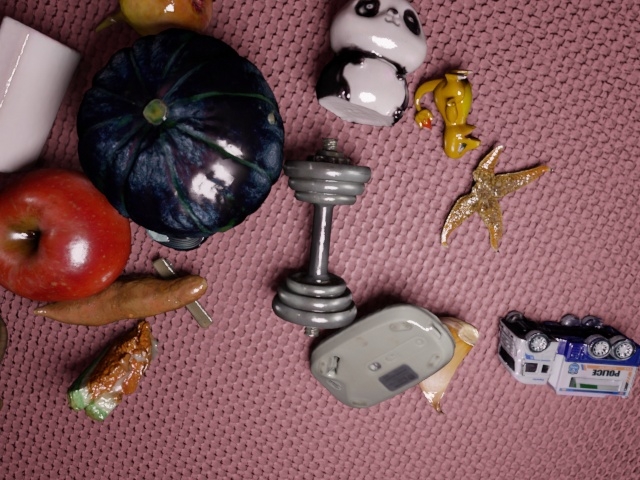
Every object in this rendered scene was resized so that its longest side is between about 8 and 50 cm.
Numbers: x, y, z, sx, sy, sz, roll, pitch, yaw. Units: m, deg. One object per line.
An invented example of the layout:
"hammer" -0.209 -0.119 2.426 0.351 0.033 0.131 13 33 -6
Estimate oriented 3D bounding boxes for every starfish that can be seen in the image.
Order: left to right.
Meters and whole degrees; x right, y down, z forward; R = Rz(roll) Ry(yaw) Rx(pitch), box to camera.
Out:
"starfish" 0.363 -0.077 0.944 0.138 0.050 0.247 27 105 -5

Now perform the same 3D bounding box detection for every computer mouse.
"computer mouse" 0.121 0.242 0.932 0.331 0.095 0.197 -36 106 29

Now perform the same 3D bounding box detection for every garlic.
"garlic" 0.265 0.250 0.965 0.128 0.115 0.206 24 112 30

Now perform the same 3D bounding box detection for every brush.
"brush" -0.305 0.116 0.985 0.034 0.027 0.190 -31 105 9

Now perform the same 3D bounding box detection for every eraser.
"eraser" -0.575 -0.268 0.845 0.095 0.174 0.270 28 98 -7

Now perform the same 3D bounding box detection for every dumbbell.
"dumbbell" 0.000 0.000 0.888 0.179 0.179 0.405 5 100 -1

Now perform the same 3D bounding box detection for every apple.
"apple" -0.508 -0.012 0.864 0.261 0.216 0.260 1 96 5

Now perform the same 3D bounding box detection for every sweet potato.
"sweet potato" -0.408 0.125 0.943 0.355 0.106 0.095 -9 80 0

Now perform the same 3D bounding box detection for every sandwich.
"sandwich" -0.419 0.278 0.932 0.160 0.184 0.109 -33 105 8

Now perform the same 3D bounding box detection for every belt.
"belt" -0.303 -0.033 0.942 0.140 0.058 0.105 14 96 -2

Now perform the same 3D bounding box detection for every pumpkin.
"pumpkin" -0.244 -0.181 0.801 0.364 0.266 0.362 0 89 4

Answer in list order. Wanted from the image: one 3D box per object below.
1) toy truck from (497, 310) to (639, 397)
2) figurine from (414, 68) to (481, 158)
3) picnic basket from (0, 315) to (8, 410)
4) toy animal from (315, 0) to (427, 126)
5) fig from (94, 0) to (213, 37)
"toy truck" 0.526 0.252 0.957 0.268 0.124 0.155 4 104 -2
"figurine" 0.256 -0.252 0.900 0.123 0.121 0.175 -5 111 29
"picnic basket" -0.814 0.268 0.910 0.294 0.337 0.336 6 99 6
"toy animal" 0.098 -0.347 0.836 0.187 0.165 0.234 15 99 -15
"fig" -0.335 -0.439 0.850 0.257 0.159 0.159 -5 100 20
